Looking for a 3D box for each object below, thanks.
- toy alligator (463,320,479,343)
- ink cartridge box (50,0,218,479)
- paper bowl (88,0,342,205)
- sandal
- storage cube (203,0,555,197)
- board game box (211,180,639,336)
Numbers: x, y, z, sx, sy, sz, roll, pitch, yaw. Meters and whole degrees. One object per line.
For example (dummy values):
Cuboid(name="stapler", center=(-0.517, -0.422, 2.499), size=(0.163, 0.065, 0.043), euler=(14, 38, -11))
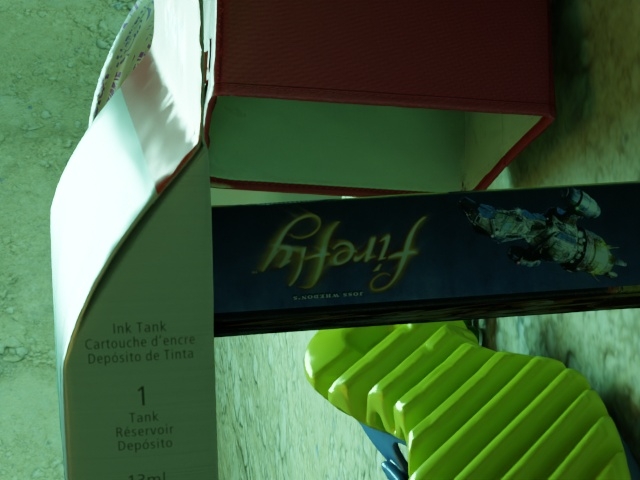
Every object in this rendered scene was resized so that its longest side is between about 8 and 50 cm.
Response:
Cuboid(name="toy alligator", center=(0.091, 0.062, 0.987), size=(0.051, 0.056, 0.189), euler=(19, 119, 32))
Cuboid(name="ink cartridge box", center=(-0.071, -0.017, 0.491), size=(0.181, 0.056, 0.224), euler=(-125, 32, -70))
Cuboid(name="paper bowl", center=(-0.046, -0.114, 1.152), size=(0.148, 0.284, 0.284), euler=(31, 140, 22))
Cuboid(name="sandal", center=(0.104, 0.134, 0.826), size=(0.138, 0.126, 0.317), euler=(56, 177, -26))
Cuboid(name="storage cube", center=(0.024, -0.141, 0.844), size=(0.183, 0.215, 0.193), euler=(123, 148, -74))
Cuboid(name="board game box", center=(0.064, 0.010, 0.579), size=(0.165, 0.243, 0.042), euler=(147, 119, -78))
